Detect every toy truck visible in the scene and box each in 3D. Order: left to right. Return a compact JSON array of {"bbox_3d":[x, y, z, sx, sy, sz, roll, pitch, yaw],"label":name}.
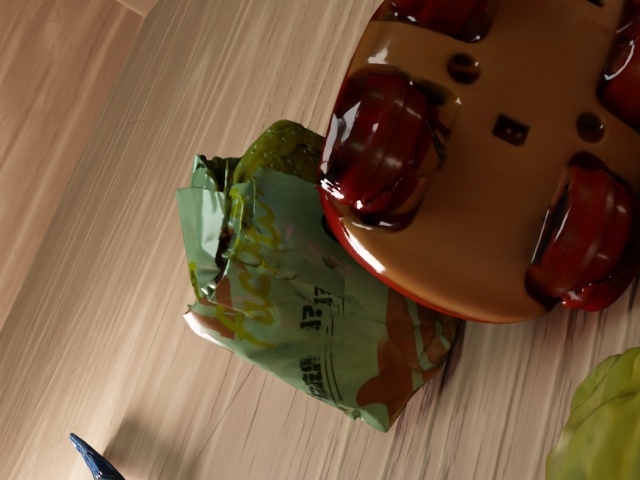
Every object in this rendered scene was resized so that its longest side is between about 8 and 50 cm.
[{"bbox_3d":[0.096,-0.070,0.856,0.265,0.189,0.239,-68,8,-17],"label":"toy truck"}]

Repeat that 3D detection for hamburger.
[{"bbox_3d":[-0.001,-0.001,0.962,0.125,0.214,0.235,-32,26,35],"label":"hamburger"}]

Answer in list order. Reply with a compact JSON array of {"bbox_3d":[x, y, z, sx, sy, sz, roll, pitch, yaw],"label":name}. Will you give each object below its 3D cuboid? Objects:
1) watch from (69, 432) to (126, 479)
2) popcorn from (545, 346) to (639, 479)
[{"bbox_3d":[-0.243,0.295,1.404,0.274,0.068,0.276,-43,25,54],"label":"watch"},{"bbox_3d":[0.149,0.124,0.410,0.256,0.195,0.255,-46,13,36],"label":"popcorn"}]
